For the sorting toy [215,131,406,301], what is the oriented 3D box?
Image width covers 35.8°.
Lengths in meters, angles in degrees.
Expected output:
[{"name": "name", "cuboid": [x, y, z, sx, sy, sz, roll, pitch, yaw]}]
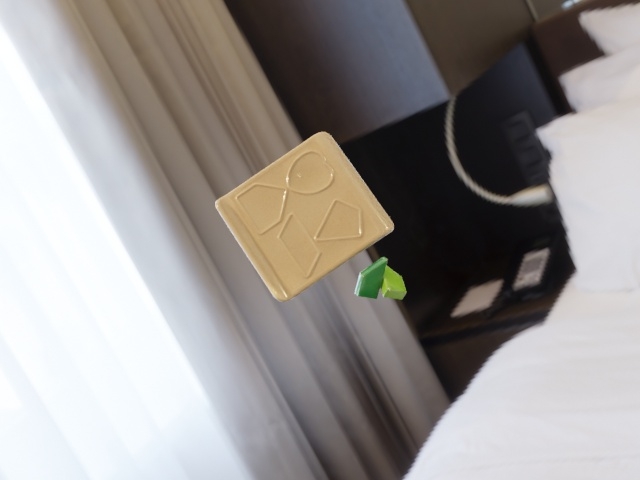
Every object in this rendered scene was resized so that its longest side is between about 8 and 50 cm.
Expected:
[{"name": "sorting toy", "cuboid": [0.000, 0.000, 0.435, 0.062, 0.083, 0.012, -33, -16, -5]}]
